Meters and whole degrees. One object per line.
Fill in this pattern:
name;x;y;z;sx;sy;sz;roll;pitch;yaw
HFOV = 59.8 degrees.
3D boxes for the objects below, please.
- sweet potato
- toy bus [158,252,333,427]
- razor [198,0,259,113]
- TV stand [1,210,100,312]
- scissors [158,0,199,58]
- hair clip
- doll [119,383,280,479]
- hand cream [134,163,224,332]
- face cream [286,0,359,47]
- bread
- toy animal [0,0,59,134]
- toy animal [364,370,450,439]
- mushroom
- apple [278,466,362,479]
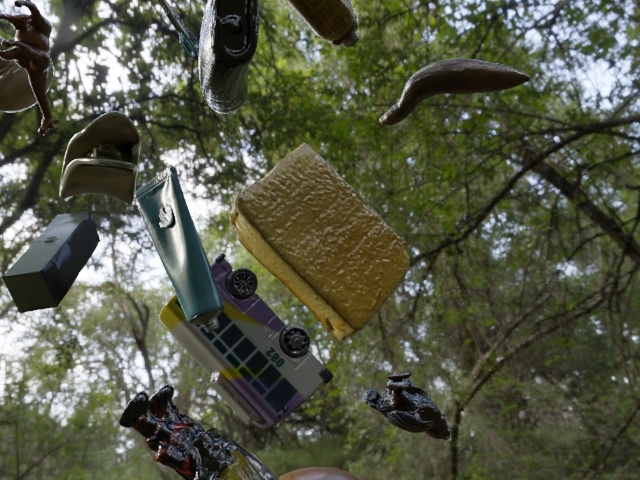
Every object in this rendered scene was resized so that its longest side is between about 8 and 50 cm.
sweet potato;0.267;-0.337;1.221;0.346;0.079;0.108;-11;-58;33
toy bus;-0.203;0.281;1.470;0.249;0.440;0.209;-43;1;-30
razor;-0.200;-0.406;1.180;0.113;0.204;0.349;2;-5;-12
TV stand;-0.552;0.034;1.168;0.082;0.269;0.088;-10;-61;2
scissors;-0.223;-0.337;0.850;0.014;0.058;0.119;-18;-51;19
hair clip;-0.496;-0.184;1.283;0.172;0.113;0.282;4;-18;-28
doll;-0.116;0.264;0.634;0.088;0.248;0.127;-56;-17;27
hand cream;-0.182;0.014;0.733;0.083;0.224;0.048;-31;-14;25
face cream;-0.025;-0.526;1.162;0.105;0.105;0.348;-28;-36;25
bread;0.000;0.000;0.885;0.185;0.275;0.114;-45;2;-28
toy animal;-0.563;-0.333;1.088;0.066;0.224;0.230;10;-1;-1
toy animal;0.195;0.379;1.226;0.116;0.179;0.218;-38;3;7
mushroom;-0.794;-0.423;1.412;0.206;0.206;0.209;-27;-19;24
apple;-0.001;0.553;0.955;0.344;0.345;0.269;-6;-56;-21
